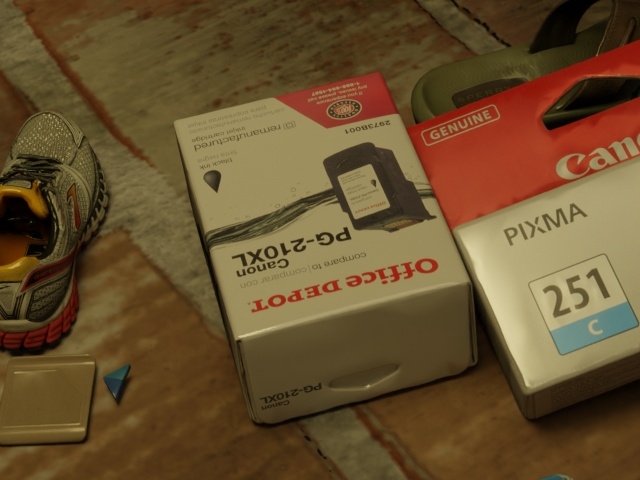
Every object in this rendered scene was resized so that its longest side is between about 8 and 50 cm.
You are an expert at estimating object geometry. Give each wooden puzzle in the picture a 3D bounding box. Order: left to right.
[{"bbox_3d":[-0.201,0.116,1.104,0.116,0.014,0.079,2,52,9],"label":"wooden puzzle"}]

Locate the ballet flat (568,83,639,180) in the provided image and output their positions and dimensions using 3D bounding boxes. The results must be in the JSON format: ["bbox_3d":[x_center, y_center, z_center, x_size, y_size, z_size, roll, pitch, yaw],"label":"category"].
[{"bbox_3d":[0.263,-0.084,1.194,0.188,0.070,0.070,-36,53,-13],"label":"ballet flat"}]

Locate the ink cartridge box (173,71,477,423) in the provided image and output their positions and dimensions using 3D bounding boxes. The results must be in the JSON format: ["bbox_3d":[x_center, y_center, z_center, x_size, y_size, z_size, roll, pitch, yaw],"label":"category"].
[{"bbox_3d":[0.000,0.000,1.127,0.171,0.100,0.237,-14,47,-6],"label":"ink cartridge box"}]

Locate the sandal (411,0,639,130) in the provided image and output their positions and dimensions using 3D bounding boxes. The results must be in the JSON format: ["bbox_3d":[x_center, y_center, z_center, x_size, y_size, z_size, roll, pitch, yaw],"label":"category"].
[{"bbox_3d":[0.221,-0.154,1.254,0.302,0.086,0.120,-20,48,-12],"label":"sandal"}]

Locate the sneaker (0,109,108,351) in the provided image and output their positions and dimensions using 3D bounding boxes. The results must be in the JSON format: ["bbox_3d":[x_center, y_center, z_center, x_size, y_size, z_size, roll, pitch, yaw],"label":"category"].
[{"bbox_3d":[-0.219,-0.026,1.182,0.088,0.093,0.225,-5,46,2],"label":"sneaker"}]

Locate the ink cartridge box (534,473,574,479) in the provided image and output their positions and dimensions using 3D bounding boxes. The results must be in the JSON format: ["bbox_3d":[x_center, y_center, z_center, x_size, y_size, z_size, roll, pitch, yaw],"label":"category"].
[{"bbox_3d":[0.035,0.273,0.729,0.223,0.307,0.129,-17,50,-9],"label":"ink cartridge box"}]

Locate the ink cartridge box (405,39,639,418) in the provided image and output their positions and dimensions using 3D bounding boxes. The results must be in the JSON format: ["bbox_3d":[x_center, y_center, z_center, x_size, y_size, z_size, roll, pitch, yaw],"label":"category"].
[{"bbox_3d":[0.235,-0.043,1.095,0.296,0.066,0.261,-21,63,-1],"label":"ink cartridge box"}]
